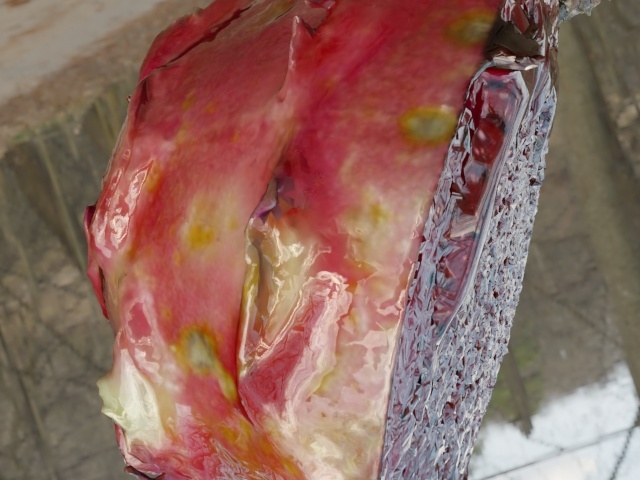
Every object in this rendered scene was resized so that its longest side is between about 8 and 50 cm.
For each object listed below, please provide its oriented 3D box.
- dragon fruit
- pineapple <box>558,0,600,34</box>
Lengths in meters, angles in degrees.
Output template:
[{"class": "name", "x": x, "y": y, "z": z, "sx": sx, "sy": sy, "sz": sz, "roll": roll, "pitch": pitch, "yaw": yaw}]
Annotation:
[{"class": "dragon fruit", "x": 0.000, "y": 0.000, "z": 0.740, "sx": 0.249, "sy": 0.371, "sz": 0.386, "roll": 13, "pitch": -130, "yaw": 17}, {"class": "pineapple", "x": 0.167, "y": -0.190, "z": 0.988, "sx": 0.198, "sy": 0.108, "sz": 0.108, "roll": -54, "pitch": -175, "yaw": -9}]
